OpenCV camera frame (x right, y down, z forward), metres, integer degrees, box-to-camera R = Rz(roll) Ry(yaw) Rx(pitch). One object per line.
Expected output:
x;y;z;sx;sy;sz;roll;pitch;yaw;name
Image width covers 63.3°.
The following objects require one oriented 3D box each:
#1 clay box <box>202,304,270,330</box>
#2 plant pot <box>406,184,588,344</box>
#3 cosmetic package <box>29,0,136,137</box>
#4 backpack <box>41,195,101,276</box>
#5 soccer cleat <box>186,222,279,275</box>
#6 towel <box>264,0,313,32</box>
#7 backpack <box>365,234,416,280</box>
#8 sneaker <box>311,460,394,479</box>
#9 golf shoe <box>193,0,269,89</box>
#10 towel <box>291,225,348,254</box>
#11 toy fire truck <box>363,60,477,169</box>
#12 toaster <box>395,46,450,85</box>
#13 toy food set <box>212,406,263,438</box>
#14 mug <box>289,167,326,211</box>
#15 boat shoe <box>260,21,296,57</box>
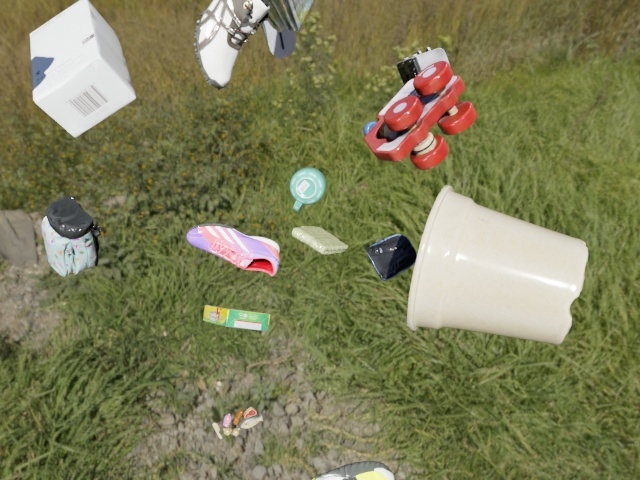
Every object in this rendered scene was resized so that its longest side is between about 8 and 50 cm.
-0.251;0.222;1.499;0.127;0.222;0.053;12;80;-29;clay box
0.381;0.075;1.114;0.305;0.334;0.334;15;38;21;plant pot
-0.676;-0.495;1.463;0.217;0.156;0.385;-33;53;2;cosmetic package
-0.627;0.000;1.307;0.115;0.182;0.152;-22;52;-36;backpack
-0.280;0.032;1.692;0.318;0.109;0.116;16;43;-24;soccer cleat
-0.041;-0.661;1.083;0.090;0.375;0.320;24;1;7;towel
0.191;0.041;1.368;0.114;0.084;0.105;-28;81;5;backpack
0.010;0.620;1.175;0.384;0.145;0.147;-9;49;-27;sneaker
-0.126;-0.323;0.766;0.093;0.198;0.077;12;9;24;golf shoe
0.000;0.000;1.289;0.110;0.027;0.148;33;15;21;towel
0.238;-0.324;1.373;0.302;0.169;0.254;-49;29;-12;toy fire truck
0.334;-0.503;1.636;0.110;0.186;0.168;-26;15;-4;toaster
-0.215;0.476;1.358;0.122;0.078;0.019;-25;25;-12;toy food set
-0.045;-0.180;1.865;0.129;0.158;0.097;-4;11;6;mug
-0.144;-0.674;1.437;0.121;0.335;0.119;-21;55;-15;boat shoe
